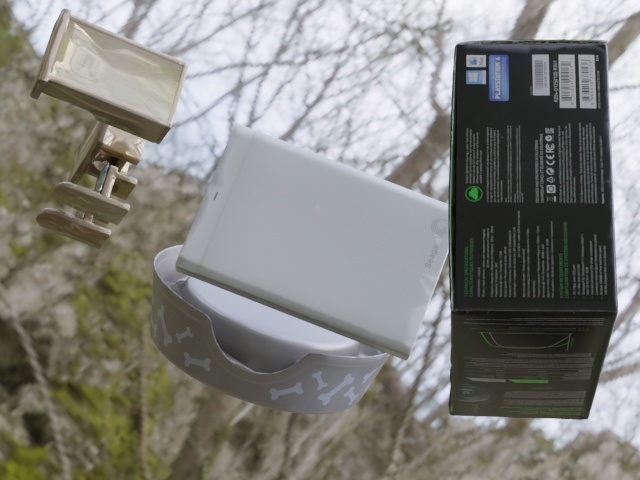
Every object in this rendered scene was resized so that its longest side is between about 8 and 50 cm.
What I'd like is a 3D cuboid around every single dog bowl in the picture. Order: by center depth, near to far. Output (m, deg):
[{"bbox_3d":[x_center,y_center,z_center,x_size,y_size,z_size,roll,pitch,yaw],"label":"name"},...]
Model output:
[{"bbox_3d":[-0.073,0.121,1.994,0.349,0.349,0.102,26,-74,22],"label":"dog bowl"}]

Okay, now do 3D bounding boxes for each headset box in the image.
[{"bbox_3d":[0.178,0.003,1.273,0.131,0.246,0.283,1,-24,6],"label":"headset box"}]

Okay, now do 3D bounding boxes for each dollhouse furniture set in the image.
[{"bbox_3d":[-0.286,-0.149,1.784,0.161,0.212,0.242,22,-33,-16],"label":"dollhouse furniture set"}]

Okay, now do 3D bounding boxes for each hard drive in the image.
[{"bbox_3d":[0.000,0.000,1.820,0.307,0.203,0.040,21,-17,3],"label":"hard drive"}]
